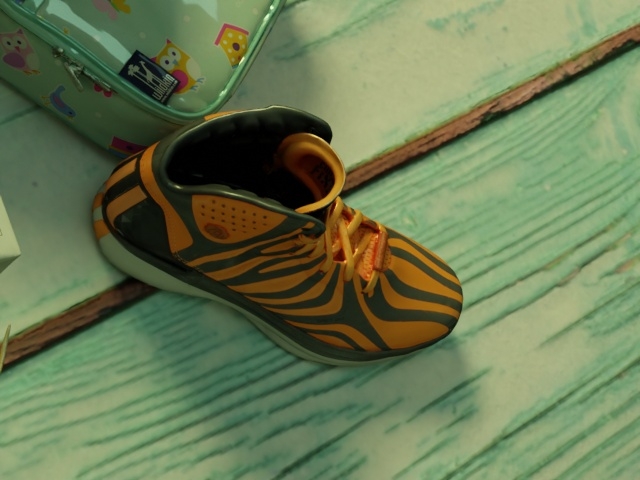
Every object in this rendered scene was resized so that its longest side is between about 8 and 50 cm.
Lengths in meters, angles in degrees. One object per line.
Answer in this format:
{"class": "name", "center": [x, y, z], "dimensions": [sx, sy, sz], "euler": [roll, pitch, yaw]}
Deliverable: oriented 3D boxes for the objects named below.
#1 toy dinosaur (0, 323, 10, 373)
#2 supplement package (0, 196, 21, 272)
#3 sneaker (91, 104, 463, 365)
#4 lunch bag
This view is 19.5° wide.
{"class": "toy dinosaur", "center": [-0.255, 0.146, 1.251], "dimensions": [0.053, 0.093, 0.183], "euler": [43, 54, -10]}
{"class": "supplement package", "center": [-0.355, -0.058, 1.210], "dimensions": [0.198, 0.199, 0.262], "euler": [-14, 78, -36]}
{"class": "sneaker", "center": [0.000, 0.000, 1.418], "dimensions": [0.321, 0.180, 0.124], "euler": [16, 63, -26]}
{"class": "lunch bag", "center": [-0.145, -0.212, 1.465], "dimensions": [0.224, 0.108, 0.279], "euler": [37, 55, -14]}
